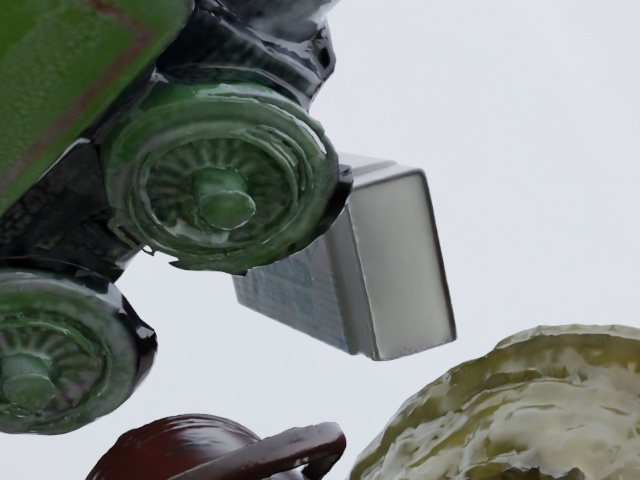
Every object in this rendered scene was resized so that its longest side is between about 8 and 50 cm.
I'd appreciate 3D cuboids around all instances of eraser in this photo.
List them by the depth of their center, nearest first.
[{"bbox_3d":[0.000,0.000,1.042,0.225,0.052,0.096,-164,-119,-67],"label":"eraser"}]

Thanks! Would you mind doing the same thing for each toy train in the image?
[{"bbox_3d":[-0.144,-0.058,0.808,0.249,0.173,0.307,28,-56,-32],"label":"toy train"}]

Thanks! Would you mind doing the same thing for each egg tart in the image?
[{"bbox_3d":[0.103,0.177,0.804,0.290,0.115,0.290,-3,-96,26],"label":"egg tart"}]

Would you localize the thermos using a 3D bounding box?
[{"bbox_3d":[-0.030,0.123,0.672,0.232,0.099,0.124,21,-53,65],"label":"thermos"}]
